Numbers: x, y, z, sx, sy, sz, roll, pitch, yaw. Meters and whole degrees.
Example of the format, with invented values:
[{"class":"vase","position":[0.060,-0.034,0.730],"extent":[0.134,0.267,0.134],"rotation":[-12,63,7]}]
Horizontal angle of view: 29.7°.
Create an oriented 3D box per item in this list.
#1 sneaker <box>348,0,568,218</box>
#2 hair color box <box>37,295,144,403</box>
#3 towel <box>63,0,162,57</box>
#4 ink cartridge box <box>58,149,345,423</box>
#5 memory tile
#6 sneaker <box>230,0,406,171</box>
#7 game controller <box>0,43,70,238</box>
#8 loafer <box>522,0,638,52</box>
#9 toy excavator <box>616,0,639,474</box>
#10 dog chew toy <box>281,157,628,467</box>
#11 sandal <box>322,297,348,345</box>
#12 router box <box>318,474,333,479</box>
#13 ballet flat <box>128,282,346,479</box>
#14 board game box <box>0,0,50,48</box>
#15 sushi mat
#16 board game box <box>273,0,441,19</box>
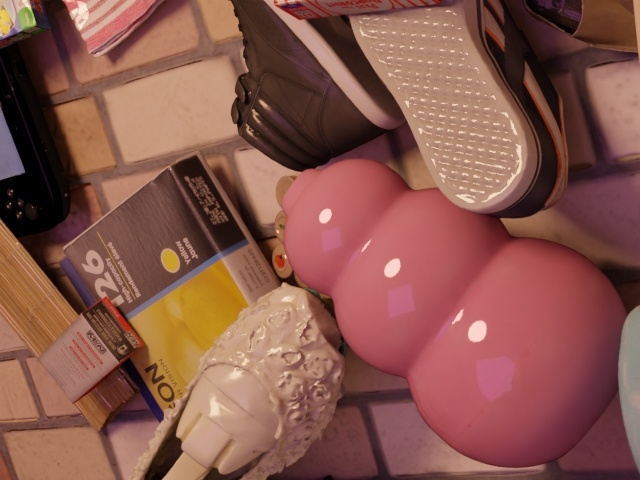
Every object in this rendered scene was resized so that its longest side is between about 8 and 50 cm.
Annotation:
[{"class":"sneaker","position":[0.119,-0.159,1.060],"extent":[0.126,0.127,0.321],"rotation":[-28,67,28]},{"class":"hair color box","position":[-0.263,0.127,1.374],"extent":[0.072,0.043,0.141],"rotation":[53,139,0]},{"class":"towel","position":[-0.247,-0.309,1.273],"extent":[0.144,0.029,0.197],"rotation":[-32,90,41]},{"class":"ink cartridge box","position":[-0.160,0.100,1.349],"extent":[0.307,0.072,0.304],"rotation":[-33,89,40]},{"class":"memory tile","position":[0.000,0.000,1.218],"extent":[0.148,0.012,0.113],"rotation":[23,111,47]},{"class":"sneaker","position":[-0.059,-0.190,1.160],"extent":[0.147,0.104,0.296],"rotation":[-38,91,31]},{"class":"game controller","position":[-0.392,-0.157,1.409],"extent":[0.166,0.067,0.319],"rotation":[-12,101,35]},{"class":"loafer","position":[0.233,-0.187,1.012],"extent":[0.148,0.050,0.056],"rotation":[18,117,26]},{"class":"toy excavator","position":[0.317,0.037,0.900],"extent":[0.222,0.433,0.445],"rotation":[-9,137,35]},{"class":"dog chew toy","position":[0.107,0.050,1.073],"extent":[0.332,0.206,0.206],"rotation":[36,124,6]},{"class":"sandal","position":[0.040,0.070,1.242],"extent":[0.072,0.049,0.180],"rotation":[59,141,6]},{"class":"router box","position":[0.004,0.338,1.370],"extent":[0.092,0.038,0.122],"rotation":[-34,89,35]},{"class":"ballet flat","position":[-0.105,0.213,1.230],"extent":[0.147,0.147,0.409],"rotation":[43,131,11]},{"class":"board game box","position":[-0.385,-0.301,1.306],"extent":[0.136,0.035,0.201],"rotation":[-19,87,15]},{"class":"sushi mat","position":[-0.344,0.088,1.472],"extent":[0.316,0.019,0.151],"rotation":[50,143,2]},{"class":"board game box","position":[0.040,-0.294,1.039],"extent":[0.146,0.045,0.193],"rotation":[1,80,34]}]
